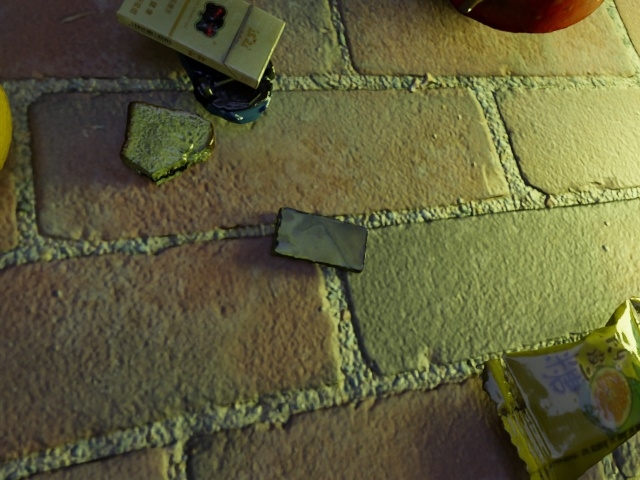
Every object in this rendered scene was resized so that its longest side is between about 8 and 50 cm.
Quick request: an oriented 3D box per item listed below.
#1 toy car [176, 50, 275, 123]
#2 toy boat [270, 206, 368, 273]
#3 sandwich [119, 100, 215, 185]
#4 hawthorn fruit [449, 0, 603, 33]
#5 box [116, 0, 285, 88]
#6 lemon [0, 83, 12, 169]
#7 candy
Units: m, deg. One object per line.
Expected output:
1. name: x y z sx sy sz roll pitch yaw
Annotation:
1. toy car: -0.134 -0.239 0.641 0.103 0.063 0.216 -26 87 -22
2. toy boat: 0.000 0.000 0.628 0.115 0.016 0.063 14 68 -13
3. sandwich: -0.174 -0.110 0.599 0.104 0.036 0.093 4 70 -18
4. hawthorn fruit: 0.281 -0.418 0.725 0.287 0.287 0.330 39 73 -2
5. box: -0.133 -0.249 0.595 0.167 0.024 0.090 23 72 -11
6. lemon: -0.377 -0.114 0.457 0.186 0.187 0.244 6 69 -16
7. candy: 0.347 0.187 0.638 0.297 0.081 0.187 -18 77 -22
